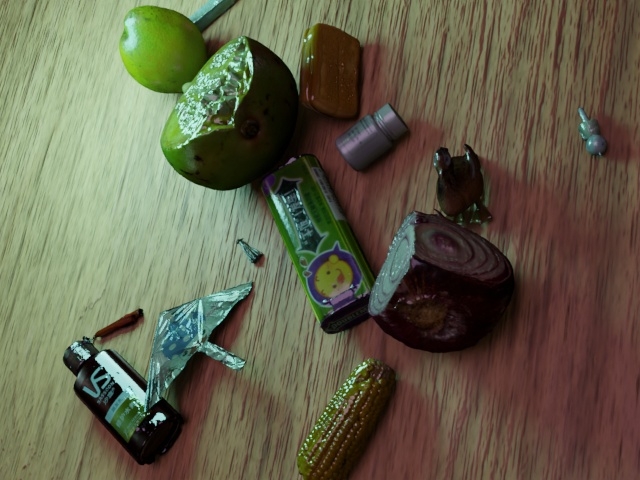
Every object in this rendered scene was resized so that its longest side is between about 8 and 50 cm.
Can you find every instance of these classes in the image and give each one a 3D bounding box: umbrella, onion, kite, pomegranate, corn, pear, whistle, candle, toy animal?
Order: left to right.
[{"bbox_3d":[-0.457,0.192,1.841,0.167,0.021,0.026,-27,60,19],"label":"candle"},{"bbox_3d":[-0.363,-0.434,1.905,0.187,0.219,0.187,-13,65,30],"label":"pear"},{"bbox_3d":[-0.248,0.204,1.681,0.314,0.011,0.335,24,71,47],"label":"kite"},{"bbox_3d":[-0.177,-0.250,1.746,0.310,0.216,0.358,-57,25,2],"label":"pomegranate"},{"bbox_3d":[-0.146,0.021,1.726,0.031,0.020,0.083,-49,50,5],"label":"umbrella"},{"bbox_3d":[0.041,0.323,1.455,0.097,0.097,0.262,31,88,35],"label":"corn"},{"bbox_3d":[0.199,0.090,1.395,0.207,0.216,0.206,24,121,0],"label":"onion"},{"bbox_3d":[0.239,-0.119,1.465,0.089,0.179,0.188,-5,43,27],"label":"toy animal"},{"bbox_3d":[0.461,-0.184,1.435,0.035,0.035,0.100,-25,60,21],"label":"whistle"}]

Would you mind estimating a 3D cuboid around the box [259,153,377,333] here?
[{"bbox_3d":[0.000,0.000,1.602,0.134,0.097,0.345,-30,59,8],"label":"box"}]

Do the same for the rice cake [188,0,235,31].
[{"bbox_3d":[-0.289,-0.524,2.000,0.211,0.043,0.034,-35,63,15],"label":"rice cake"}]

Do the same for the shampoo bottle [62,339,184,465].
[{"bbox_3d":[-0.419,0.317,1.733,0.323,0.084,0.129,36,87,35],"label":"shampoo bottle"}]

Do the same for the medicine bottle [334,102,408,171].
[{"bbox_3d":[0.099,-0.201,1.627,0.130,0.080,0.080,-37,57,12],"label":"medicine bottle"}]

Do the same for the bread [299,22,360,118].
[{"bbox_3d":[0.018,-0.339,1.714,0.077,0.116,0.200,-22,59,50],"label":"bread"}]
